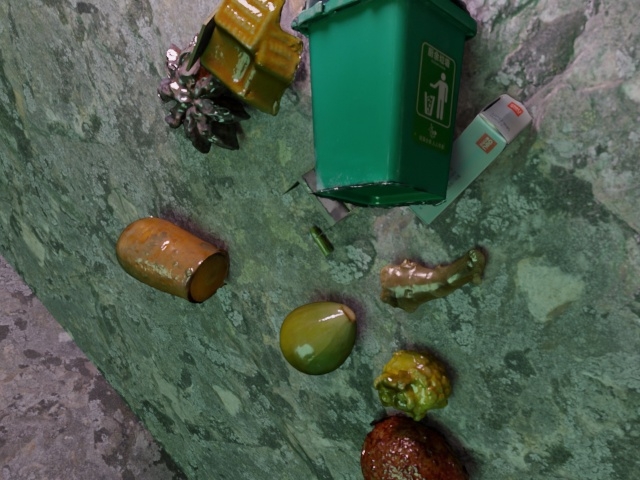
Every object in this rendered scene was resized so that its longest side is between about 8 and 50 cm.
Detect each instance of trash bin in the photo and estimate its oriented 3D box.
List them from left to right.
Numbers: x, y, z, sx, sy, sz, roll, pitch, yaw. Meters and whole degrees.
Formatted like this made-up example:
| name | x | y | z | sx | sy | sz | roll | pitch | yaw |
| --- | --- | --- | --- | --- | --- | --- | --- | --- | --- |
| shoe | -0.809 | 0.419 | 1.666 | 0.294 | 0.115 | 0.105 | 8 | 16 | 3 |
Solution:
| name | x | y | z | sx | sy | sz | roll | pitch | yaw |
| --- | --- | --- | --- | --- | --- | --- | --- | --- | --- |
| trash bin | 0.098 | -0.258 | 1.058 | 0.295 | 0.259 | 0.381 | -2 | 82 | 43 |

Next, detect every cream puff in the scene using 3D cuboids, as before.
| name | x | y | z | sx | sy | sz | roll | pitch | yaw |
| --- | --- | --- | --- | --- | --- | --- | --- | --- | --- |
| cream puff | 0.252 | 0.665 | 1.641 | 0.350 | 0.229 | 0.350 | 22 | 132 | 28 |

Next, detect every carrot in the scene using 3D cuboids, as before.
| name | x | y | z | sx | sy | sz | roll | pitch | yaw |
| --- | --- | --- | --- | --- | --- | --- | --- | --- | --- |
| carrot | -0.487 | 0.061 | 1.891 | 0.341 | 0.224 | 0.224 | 26 | 131 | 22 |

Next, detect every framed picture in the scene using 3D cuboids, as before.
| name | x | y | z | sx | sy | sz | roll | pitch | yaw |
| --- | --- | --- | --- | --- | --- | --- | --- | --- | --- |
| framed picture | -0.250 | -0.491 | 1.351 | 0.010 | 0.201 | 0.136 | 28 | 138 | -10 |

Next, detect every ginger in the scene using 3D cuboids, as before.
| name | x | y | z | sx | sy | sz | roll | pitch | yaw |
| --- | --- | --- | --- | --- | --- | --- | --- | --- | --- |
| ginger | 0.259 | 0.083 | 1.368 | 0.294 | 0.086 | 0.131 | -29 | 87 | 39 |

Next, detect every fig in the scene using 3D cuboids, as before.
| name | x | y | z | sx | sy | sz | roll | pitch | yaw |
| --- | --- | --- | --- | --- | --- | --- | --- | --- | --- |
| fig | 0.006 | 0.269 | 1.631 | 0.230 | 0.207 | 0.207 | -19 | 106 | 11 |

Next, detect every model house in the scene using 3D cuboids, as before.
| name | x | y | z | sx | sy | sz | roll | pitch | yaw |
| --- | --- | --- | --- | --- | --- | --- | --- | --- | --- |
| model house | -0.137 | -0.453 | 1.310 | 0.268 | 0.173 | 0.239 | 40 | 128 | 6 |

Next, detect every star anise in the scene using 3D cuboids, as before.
| name | x | y | z | sx | sy | sz | roll | pitch | yaw |
| --- | --- | --- | --- | --- | --- | --- | --- | --- | --- |
| star anise | -0.320 | -0.372 | 1.543 | 0.332 | 0.118 | 0.331 | 22 | 125 | 35 |

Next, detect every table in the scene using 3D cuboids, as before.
| name | x | y | z | sx | sy | sz | roll | pitch | yaw |
| --- | --- | --- | --- | --- | --- | --- | --- | --- | --- |
| table | 0.008 | -0.109 | 1.469 | 0.146 | 0.062 | 0.175 | 53 | 140 | 0 |

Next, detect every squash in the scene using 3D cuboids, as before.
| name | x | y | z | sx | sy | sz | roll | pitch | yaw |
| --- | --- | --- | --- | --- | --- | --- | --- | --- | --- |
| squash | 0.000 | 0.000 | 1.570 | 0.027 | 0.027 | 0.083 | -30 | 96 | 47 |

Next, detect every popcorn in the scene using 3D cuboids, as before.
| name | x | y | z | sx | sy | sz | roll | pitch | yaw |
| --- | --- | --- | --- | --- | --- | --- | --- | --- | --- |
| popcorn | 0.241 | 0.378 | 1.518 | 0.198 | 0.155 | 0.197 | 15 | 131 | 19 |

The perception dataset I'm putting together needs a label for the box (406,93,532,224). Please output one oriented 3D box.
| name | x | y | z | sx | sy | sz | roll | pitch | yaw |
| --- | --- | --- | --- | --- | --- | --- | --- | --- | --- |
| box | 0.281 | -0.154 | 1.146 | 0.079 | 0.135 | 0.269 | 45 | 137 | 6 |
